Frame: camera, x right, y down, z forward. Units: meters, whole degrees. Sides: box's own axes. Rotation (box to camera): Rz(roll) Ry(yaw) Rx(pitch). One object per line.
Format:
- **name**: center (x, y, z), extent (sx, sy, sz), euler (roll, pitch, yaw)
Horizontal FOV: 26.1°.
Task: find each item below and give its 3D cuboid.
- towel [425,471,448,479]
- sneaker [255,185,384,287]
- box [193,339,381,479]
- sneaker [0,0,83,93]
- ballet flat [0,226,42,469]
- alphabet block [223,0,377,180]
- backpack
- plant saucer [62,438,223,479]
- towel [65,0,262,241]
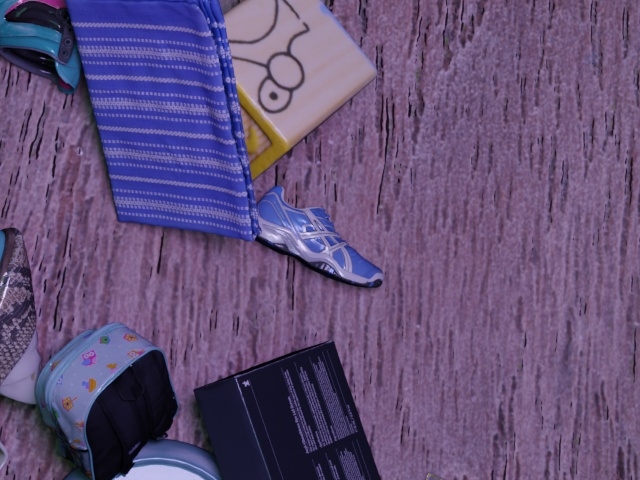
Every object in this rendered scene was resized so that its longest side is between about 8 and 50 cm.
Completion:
- **towel**: center (0.176, 0.368, 1.937), extent (0.083, 0.009, 0.060), euler (27, 79, -7)
- **sneaker**: center (0.000, 0.000, 1.905), extent (0.211, 0.080, 0.081), euler (29, 83, -8)
- **box**: center (-0.034, 0.286, 1.821), extent (0.184, 0.103, 0.261), euler (-16, 86, -46)
- **sneaker**: center (-0.310, -0.286, 1.849), extent (0.295, 0.124, 0.178), euler (-1, 79, -4)
- **ballet flat**: center (-0.466, 0.221, 1.768), extent (0.182, 0.164, 0.483), euler (34, 84, -28)
- **alphabet block**: center (-0.080, -0.206, 1.826), extent (0.192, 0.193, 0.197), euler (50, 55, -1)
- **backpack**: center (-0.275, 0.195, 1.764), extent (0.144, 0.188, 0.166), euler (38, 60, 21)
- **plant saucer**: center (-0.215, 0.409, 1.796), extent (0.318, 0.043, 0.317), euler (4, 68, -10)
- **towel**: center (-0.203, -0.160, 1.755), extent (0.040, 0.243, 0.336), euler (-40, 129, -47)
